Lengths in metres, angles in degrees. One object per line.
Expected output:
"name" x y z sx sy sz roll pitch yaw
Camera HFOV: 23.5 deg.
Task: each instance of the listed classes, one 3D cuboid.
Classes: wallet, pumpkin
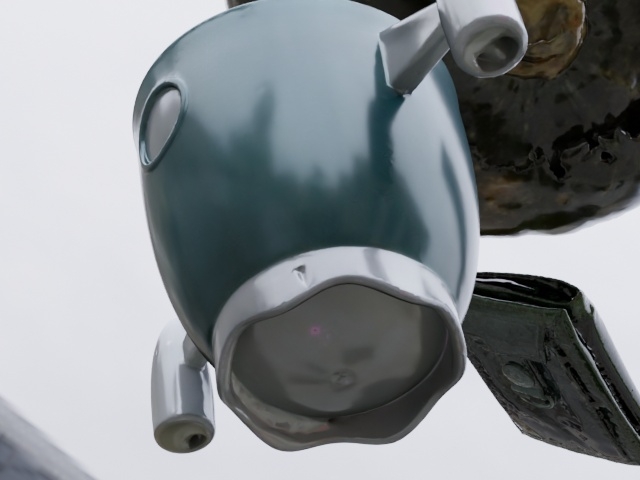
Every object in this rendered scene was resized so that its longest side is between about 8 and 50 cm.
"wallet" 0.203 0.119 1.374 0.160 0.055 0.236 9 -37 42
"pumpkin" 0.148 -0.215 1.231 0.454 0.454 0.344 39 12 -11

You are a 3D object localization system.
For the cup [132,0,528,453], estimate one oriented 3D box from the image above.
"cup" 0.000 0.000 0.712 0.167 0.173 0.300 19 -53 -26
